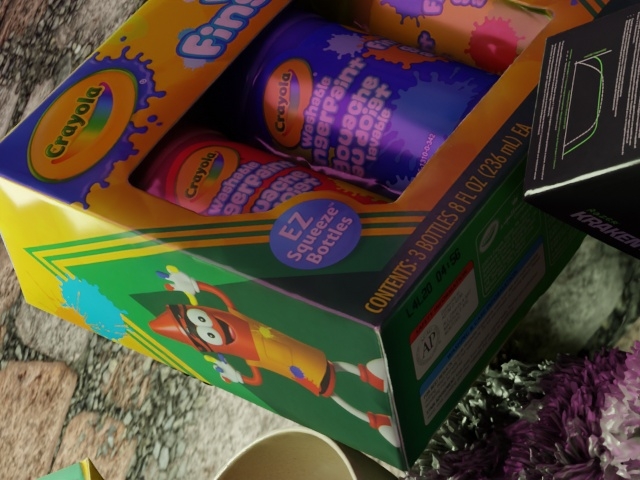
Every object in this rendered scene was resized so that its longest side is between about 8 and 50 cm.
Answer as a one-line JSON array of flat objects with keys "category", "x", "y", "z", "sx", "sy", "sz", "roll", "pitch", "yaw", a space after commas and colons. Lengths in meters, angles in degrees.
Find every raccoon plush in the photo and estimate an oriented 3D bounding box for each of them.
[{"category": "raccoon plush", "x": 0.209, "y": 0.095, "z": 1.462, "sx": 0.299, "sy": 0.216, "sz": 0.446, "roll": -47, "pitch": 36, "yaw": 17}]

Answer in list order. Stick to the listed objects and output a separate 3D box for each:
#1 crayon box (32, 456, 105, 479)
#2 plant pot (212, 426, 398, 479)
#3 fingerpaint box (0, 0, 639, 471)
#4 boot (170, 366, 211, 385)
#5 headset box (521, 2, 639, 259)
[{"category": "crayon box", "x": -0.163, "y": 0.423, "z": 1.702, "sx": 0.106, "sy": 0.313, "sz": 0.363, "roll": -19, "pitch": 46, "yaw": 6}, {"category": "plant pot", "x": 0.022, "y": 0.311, "z": 1.604, "sx": 0.284, "sy": 0.191, "sz": 0.284, "roll": -35, "pitch": 45, "yaw": 43}, {"category": "fingerpaint box", "x": 0.025, "y": -0.089, "z": 1.543, "sx": 0.371, "sy": 0.163, "sz": 0.445, "roll": 22, "pitch": 54, "yaw": 30}, {"category": "boot", "x": -0.001, "y": -0.002, "z": 1.696, "sx": 0.260, "sy": 0.348, "sz": 0.131, "roll": -64, "pitch": 32, "yaw": 16}, {"category": "headset box", "x": 0.324, "y": -0.070, "z": 1.332, "sx": 0.283, "sy": 0.246, "sz": 0.131, "roll": -17, "pitch": 57, "yaw": 51}]
